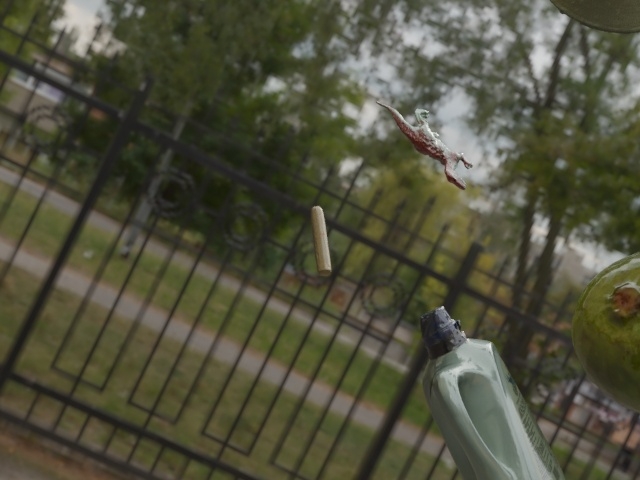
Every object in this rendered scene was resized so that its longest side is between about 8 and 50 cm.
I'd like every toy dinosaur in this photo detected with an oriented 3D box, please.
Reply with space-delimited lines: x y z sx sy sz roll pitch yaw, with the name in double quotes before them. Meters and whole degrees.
"toy dinosaur" 0.214 -0.211 2.481 0.242 0.053 0.167 34 34 -9

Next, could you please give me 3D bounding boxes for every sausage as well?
"sausage" 0.000 0.000 1.891 0.024 0.024 0.132 26 42 -36

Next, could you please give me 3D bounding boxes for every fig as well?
"fig" 0.551 0.159 1.818 0.326 0.258 0.258 31 -2 -29

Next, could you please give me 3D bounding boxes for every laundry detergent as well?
"laundry detergent" 0.198 0.215 1.463 0.280 0.105 0.215 63 18 -3

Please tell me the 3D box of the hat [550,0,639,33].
"hat" 0.339 -0.365 1.278 0.257 0.257 0.130 26 -5 28
